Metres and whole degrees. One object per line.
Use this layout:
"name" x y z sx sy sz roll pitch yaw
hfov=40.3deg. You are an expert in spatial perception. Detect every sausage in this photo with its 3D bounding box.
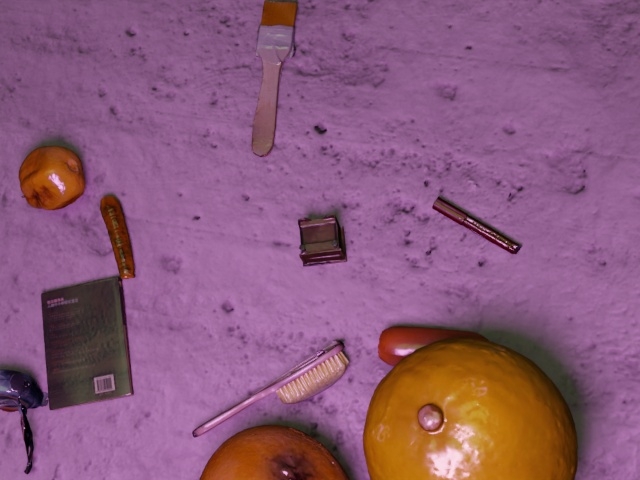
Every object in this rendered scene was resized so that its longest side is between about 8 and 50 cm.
"sausage" 0.199 0.189 1.517 0.197 0.076 0.076 4 75 8

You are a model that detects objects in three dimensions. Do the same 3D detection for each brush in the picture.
"brush" -0.099 -0.323 1.738 0.085 0.020 0.336 5 75 9
"brush" -0.083 0.279 1.539 0.313 0.072 0.067 -30 86 0

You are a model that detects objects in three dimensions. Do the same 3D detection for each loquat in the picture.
"loquat" -0.071 0.425 1.396 0.263 0.263 0.263 -2 74 8
"loquat" -0.523 -0.119 1.694 0.137 0.113 0.137 0 90 24

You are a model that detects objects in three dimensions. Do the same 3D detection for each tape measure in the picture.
"tape measure" -0.562 0.326 1.570 0.107 0.104 0.179 0 73 4

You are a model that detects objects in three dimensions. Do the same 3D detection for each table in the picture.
"table" 0.000 0.000 1.596 0.083 0.082 0.070 -7 72 7

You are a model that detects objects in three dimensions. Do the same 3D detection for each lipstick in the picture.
"lipstick" 0.284 -0.025 1.594 0.176 0.027 0.027 32 81 14

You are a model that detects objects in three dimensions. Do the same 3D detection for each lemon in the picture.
"lemon" 0.226 0.311 1.344 0.348 0.348 0.348 -2 74 8

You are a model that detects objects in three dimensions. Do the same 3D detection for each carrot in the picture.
"carrot" -0.389 -0.004 1.677 0.042 0.042 0.170 -18 74 3

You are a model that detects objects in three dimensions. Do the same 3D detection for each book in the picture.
"book" -0.439 0.192 1.634 0.160 0.024 0.228 -11 73 4
